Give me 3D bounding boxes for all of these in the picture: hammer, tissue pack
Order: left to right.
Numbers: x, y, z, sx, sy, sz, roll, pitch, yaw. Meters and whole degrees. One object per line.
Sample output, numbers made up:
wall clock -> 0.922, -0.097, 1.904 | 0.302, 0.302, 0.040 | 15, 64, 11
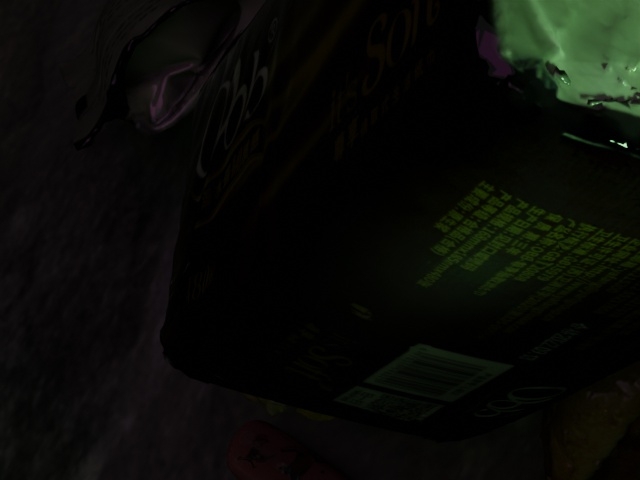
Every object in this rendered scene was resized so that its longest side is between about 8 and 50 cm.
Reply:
hammer -> -0.018, 0.139, 0.982 | 0.083, 0.043, 0.043 | 31, 82, 27
tissue pack -> 0.080, -0.041, 0.762 | 0.210, 0.370, 0.198 | 11, 66, -20

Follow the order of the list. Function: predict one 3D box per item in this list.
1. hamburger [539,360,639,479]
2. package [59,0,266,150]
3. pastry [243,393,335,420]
hamburger -> 0.196, 0.008, 0.903 | 0.124, 0.131, 0.262 | 9, 68, -3
package -> -0.058, -0.157, 1.043 | 0.250, 0.062, 0.204 | -32, 22, 2
pastry -> 0.000, 0.000, 0.994 | 0.154, 0.102, 0.250 | -4, 64, 7
